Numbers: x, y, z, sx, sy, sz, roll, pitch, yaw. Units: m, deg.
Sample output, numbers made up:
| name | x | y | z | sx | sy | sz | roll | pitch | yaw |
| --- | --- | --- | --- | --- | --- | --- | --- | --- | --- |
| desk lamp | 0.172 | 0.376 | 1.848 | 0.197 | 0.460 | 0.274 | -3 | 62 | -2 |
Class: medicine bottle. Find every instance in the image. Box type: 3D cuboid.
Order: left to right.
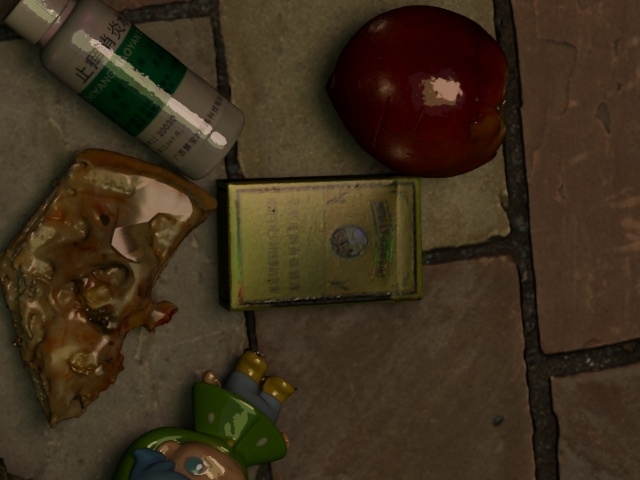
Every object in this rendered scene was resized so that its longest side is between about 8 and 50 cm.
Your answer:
| name | x | y | z | sx | sy | sz | roll | pitch | yaw |
| --- | --- | --- | --- | --- | --- | --- | --- | --- | --- |
| medicine bottle | -0.202 | -0.171 | 1.576 | 0.260 | 0.095 | 0.095 | 36 | 85 | -15 |

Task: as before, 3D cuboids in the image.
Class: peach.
| name | x | y | z | sx | sy | sz | roll | pitch | yaw |
| --- | --- | --- | --- | --- | --- | --- | --- | --- | --- |
| peach | 0.102 | -0.159 | 1.625 | 0.197 | 0.197 | 0.197 | -2 | 96 | -16 |

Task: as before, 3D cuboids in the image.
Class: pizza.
| name | x | y | z | sx | sy | sz | roll | pitch | yaw |
| --- | --- | --- | --- | --- | --- | --- | --- | --- | --- |
| pizza | -0.241 | 0.048 | 1.599 | 0.189 | 0.071 | 0.297 | 31 | 87 | -17 |

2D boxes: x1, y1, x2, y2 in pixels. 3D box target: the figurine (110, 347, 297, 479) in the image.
| name | x | y | z | sx | sy | sz | roll | pitch | yaw |
| --- | --- | --- | --- | --- | --- | --- | --- | --- | --- |
| figurine | -0.123 | 0.243 | 1.625 | 0.162 | 0.143 | 0.263 | 44 | 66 | -23 |

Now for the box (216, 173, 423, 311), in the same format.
| name | x | y | z | sx | sy | sz | roll | pitch | yaw |
| --- | --- | --- | --- | --- | --- | --- | --- | --- | --- |
| box | 0.000 | 0.000 | 1.667 | 0.219 | 0.064 | 0.141 | -2 | 95 | -17 |

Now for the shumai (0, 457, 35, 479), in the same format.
| name | x | y | z | sx | sy | sz | roll | pitch | yaw |
| --- | --- | --- | --- | --- | --- | --- | --- | --- | --- |
| shumai | -0.364 | 0.318 | 1.559 | 0.218 | 0.189 | 0.256 | 11 | 76 | -34 |
